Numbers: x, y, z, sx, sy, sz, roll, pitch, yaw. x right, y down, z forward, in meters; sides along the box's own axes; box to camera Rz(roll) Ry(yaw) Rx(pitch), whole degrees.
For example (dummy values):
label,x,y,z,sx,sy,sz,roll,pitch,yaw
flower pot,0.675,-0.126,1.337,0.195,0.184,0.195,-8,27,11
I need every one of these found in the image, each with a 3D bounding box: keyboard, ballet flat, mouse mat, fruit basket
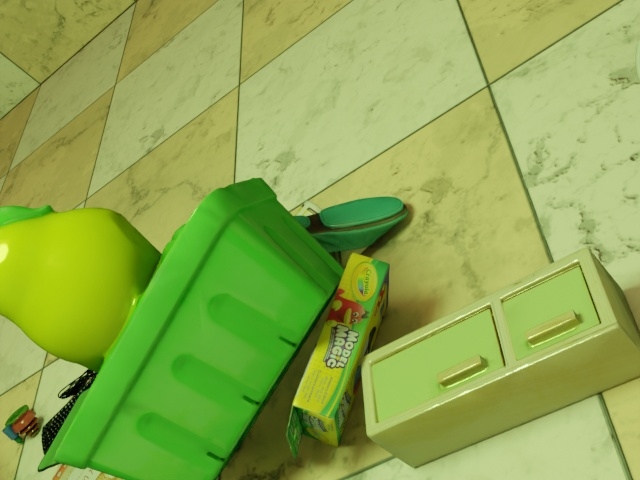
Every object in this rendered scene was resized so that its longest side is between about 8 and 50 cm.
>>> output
label,x,y,z,sx,sy,sz,roll,pitch,yaw
keyboard,-0.420,0.273,1.338,0.192,0.038,0.100,-44,35,6
ballet flat,0.000,0.000,1.077,0.247,0.087,0.083,-10,28,-3
mouse mat,-0.371,0.280,1.212,0.190,0.007,0.152,-28,31,46
fruit basket,-0.205,0.076,0.916,0.392,0.392,0.283,-40,-1,13

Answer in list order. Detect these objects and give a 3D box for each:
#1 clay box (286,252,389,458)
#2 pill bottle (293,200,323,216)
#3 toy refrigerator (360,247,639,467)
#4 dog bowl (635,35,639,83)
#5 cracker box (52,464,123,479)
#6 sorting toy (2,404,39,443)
label,x,y,z,sx,sy,sz,roll,pitch,yaw
clay box,0.023,0.141,0.898,0.053,0.127,0.222,16,65,12
pill bottle,-0.031,0.005,1.139,0.116,0.065,0.065,-51,35,-3
toy refrigerator,0.172,0.121,0.781,0.270,0.094,0.102,-30,39,25
dog bowl,0.455,-0.189,0.755,0.265,0.104,0.264,-29,40,27
cracker box,-0.277,0.336,1.092,0.155,0.067,0.232,-55,35,-8
sorting toy,-0.536,0.335,1.410,0.061,0.042,0.102,-46,19,-23
